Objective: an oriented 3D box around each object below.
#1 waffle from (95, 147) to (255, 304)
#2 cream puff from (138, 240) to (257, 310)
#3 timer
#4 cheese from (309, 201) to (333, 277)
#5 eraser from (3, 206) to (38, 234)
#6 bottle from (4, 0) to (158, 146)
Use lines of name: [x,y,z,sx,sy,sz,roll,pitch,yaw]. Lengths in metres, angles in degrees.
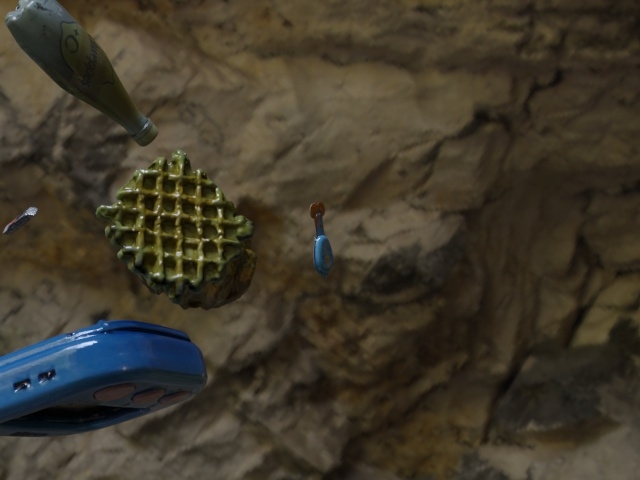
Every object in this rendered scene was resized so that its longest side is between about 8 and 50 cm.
waffle: [-0.232,-0.016,1.932,0.223,0.204,0.054,47,-27,0]
cream puff: [-0.245,0.032,2.347,0.244,0.244,0.196,43,-53,-10]
timer: [-0.355,0.215,1.848,0.309,0.115,0.340,-21,-17,18]
cheese: [0.001,0.000,1.748,0.017,0.047,0.111,-4,-85,31]
eraser: [-0.605,-0.040,2.444,0.019,0.027,0.099,41,-52,-22]
bottle: [-0.329,-0.236,1.721,0.083,0.083,0.270,1,-38,52]
